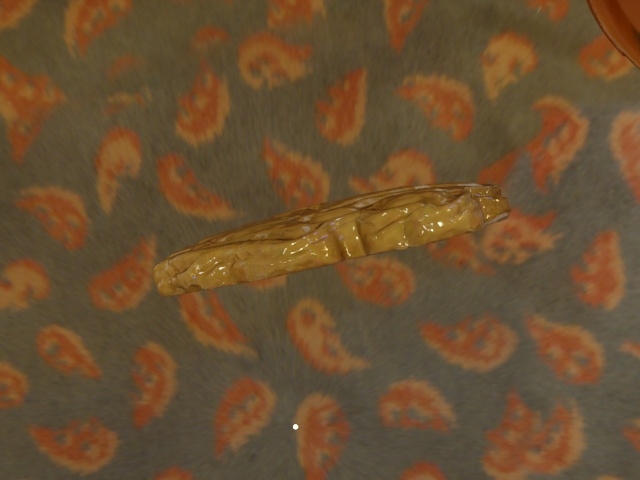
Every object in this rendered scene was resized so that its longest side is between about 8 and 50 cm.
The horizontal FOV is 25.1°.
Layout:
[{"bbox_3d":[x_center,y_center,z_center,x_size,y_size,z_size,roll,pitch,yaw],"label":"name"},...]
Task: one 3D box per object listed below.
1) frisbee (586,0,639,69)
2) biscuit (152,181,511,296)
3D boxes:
[{"bbox_3d":[0.211,-0.122,0.636,0.192,0.192,0.035,22,59,2],"label":"frisbee"},{"bbox_3d":[-0.001,-0.004,1.194,0.269,0.376,0.051,-15,93,-35],"label":"biscuit"}]
